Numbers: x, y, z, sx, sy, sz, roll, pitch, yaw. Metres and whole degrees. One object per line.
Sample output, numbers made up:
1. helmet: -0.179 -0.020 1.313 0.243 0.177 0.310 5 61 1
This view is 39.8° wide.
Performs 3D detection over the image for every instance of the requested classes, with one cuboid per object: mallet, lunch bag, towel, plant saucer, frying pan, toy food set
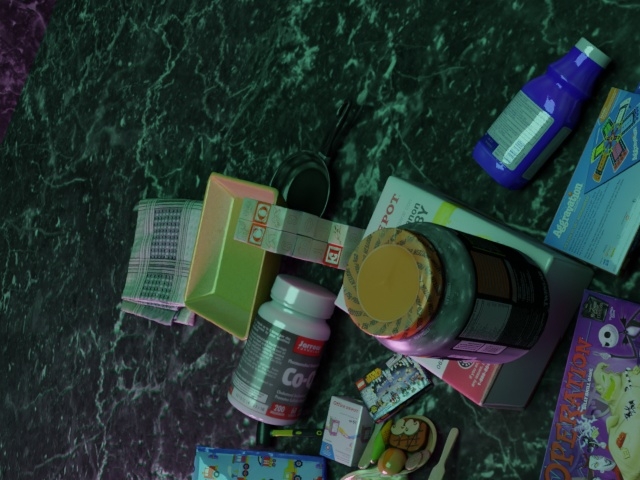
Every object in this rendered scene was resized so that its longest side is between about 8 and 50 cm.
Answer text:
1. mallet: -0.062 0.401 1.887 0.189 0.039 0.062 -18 66 34
2. lunch bag: -0.113 0.546 1.810 0.293 0.138 0.221 1 74 19
3. towel: -0.405 0.049 2.276 0.312 0.056 0.325 5 84 44
4. plant saucer: -0.181 0.030 2.012 0.332 0.080 0.333 19 98 56
5. frying pan: -0.027 -0.165 1.974 0.197 0.053 0.326 17 91 45
6. toy food set: 0.156 0.379 1.646 0.192 0.038 0.132 -2 50 42

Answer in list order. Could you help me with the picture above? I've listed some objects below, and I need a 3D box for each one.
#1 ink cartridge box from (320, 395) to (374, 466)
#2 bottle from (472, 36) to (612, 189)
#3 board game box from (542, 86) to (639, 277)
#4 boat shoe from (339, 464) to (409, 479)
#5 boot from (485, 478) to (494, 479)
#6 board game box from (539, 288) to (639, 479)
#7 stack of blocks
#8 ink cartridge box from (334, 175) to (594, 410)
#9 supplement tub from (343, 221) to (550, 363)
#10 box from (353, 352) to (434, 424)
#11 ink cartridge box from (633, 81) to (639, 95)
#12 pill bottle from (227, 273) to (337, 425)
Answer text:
1. ink cartridge box: 0.056 0.379 1.765 0.088 0.052 0.123 9 85 44
2. bottle: 0.395 -0.226 1.566 0.283 0.092 0.118 -53 51 20
3. board game box: 0.481 -0.096 1.435 0.145 0.027 0.281 29 100 40
4. boat shoe: 0.103 0.461 1.702 0.153 0.056 0.048 -24 64 27
5. boot: 0.271 0.499 1.492 0.248 0.090 0.207 8 97 30
6. board game box: 0.471 0.268 1.380 0.208 0.056 0.347 17 98 51
7. stack of blocks: 0.000 0.000 1.739 0.171 0.297 0.087 15 90 45
8. ink cartridge box: 0.241 0.085 1.587 0.384 0.160 0.279 32 103 42
9. supplement tub: 0.188 0.080 1.310 0.193 0.316 0.194 -11 73 39
10. box: 0.140 0.277 1.705 0.137 0.027 0.094 -38 55 13
11. ink cartridge box: 0.524 -0.147 1.458 0.097 0.046 0.207 35 104 41
12. pill bottle: -0.075 0.226 1.849 0.161 0.161 0.283 27 99 43
